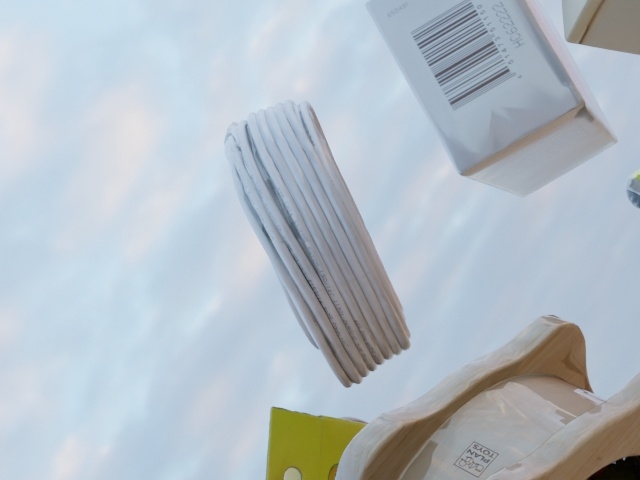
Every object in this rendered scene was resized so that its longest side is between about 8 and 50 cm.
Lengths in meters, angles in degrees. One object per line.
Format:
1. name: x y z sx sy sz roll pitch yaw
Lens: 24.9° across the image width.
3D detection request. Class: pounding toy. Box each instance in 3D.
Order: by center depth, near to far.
1. pounding toy: 0.095 0.156 0.631 0.269 0.155 0.154 -27 -53 -38

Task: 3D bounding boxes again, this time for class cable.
1. cable: 0.000 0.000 1.287 0.089 0.257 0.257 -25 8 2

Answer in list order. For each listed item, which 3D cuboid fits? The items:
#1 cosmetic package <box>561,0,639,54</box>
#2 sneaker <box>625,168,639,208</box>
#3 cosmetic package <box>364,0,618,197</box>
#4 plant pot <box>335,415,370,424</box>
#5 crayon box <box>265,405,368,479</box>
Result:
1. cosmetic package: 0.310 -0.316 1.249 0.309 0.113 0.160 110 165 -56
2. sneaker: 0.561 -0.122 1.824 0.145 0.385 0.147 -8 -95 -53
3. cosmetic package: 0.224 -0.196 1.763 0.161 0.230 0.453 -30 -8 13
4. plant pot: 0.024 0.373 1.684 0.229 0.263 0.263 -42 -15 16
5. crayon box: 0.073 0.288 1.396 0.081 0.319 0.202 -37 44 54
